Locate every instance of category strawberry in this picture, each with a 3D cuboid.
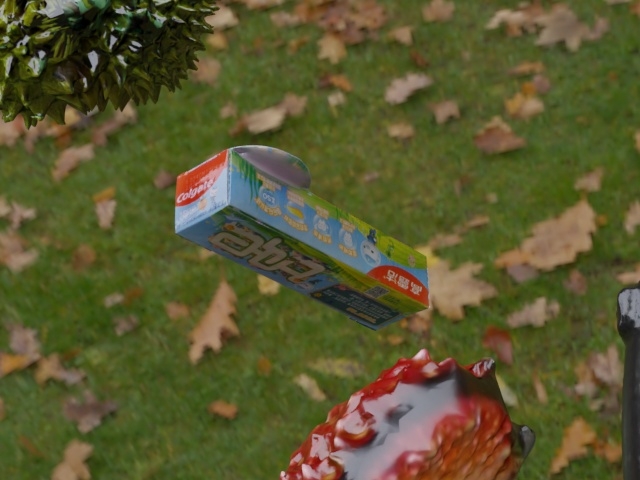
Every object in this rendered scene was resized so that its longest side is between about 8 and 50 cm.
[{"bbox_3d":[0.002,0.202,0.885,0.306,0.233,0.137,-28,37,-35],"label":"strawberry"}]

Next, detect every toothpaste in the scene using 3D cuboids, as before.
[{"bbox_3d":[0.000,0.000,0.914,0.070,0.193,0.044,-25,52,36],"label":"toothpaste"}]

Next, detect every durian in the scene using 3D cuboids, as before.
[{"bbox_3d":[-0.204,-0.219,1.135,0.224,0.291,0.291,-10,35,55],"label":"durian"}]

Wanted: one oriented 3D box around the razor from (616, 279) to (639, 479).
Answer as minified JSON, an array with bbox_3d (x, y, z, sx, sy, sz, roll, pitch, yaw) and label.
[{"bbox_3d":[0.458,0.201,1.709,0.189,0.107,0.327,-5,82,20],"label":"razor"}]
